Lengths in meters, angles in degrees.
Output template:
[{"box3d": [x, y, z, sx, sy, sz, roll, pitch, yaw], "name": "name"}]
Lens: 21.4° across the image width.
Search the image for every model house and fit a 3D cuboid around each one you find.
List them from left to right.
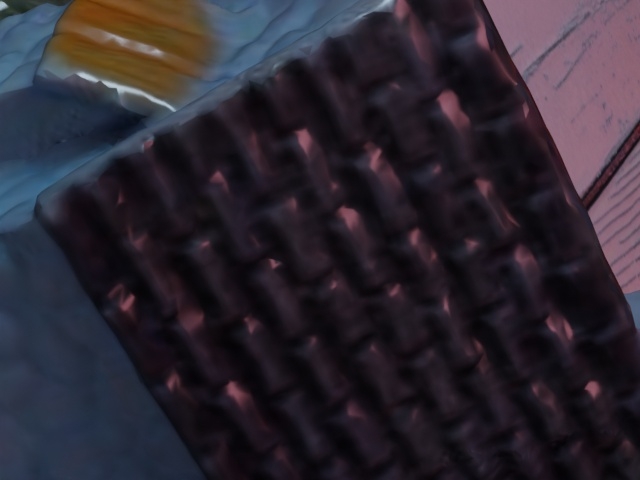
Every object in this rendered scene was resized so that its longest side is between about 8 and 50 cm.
[{"box3d": [0.000, 0.000, 0.809, 0.360, 0.339, 0.297, 62, 30, -27], "name": "model house"}]
